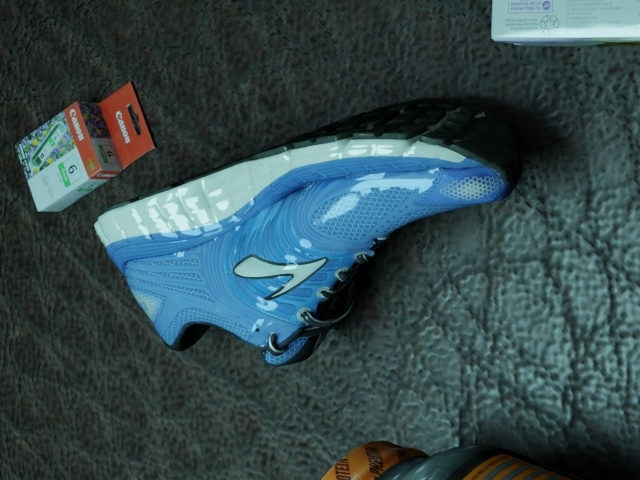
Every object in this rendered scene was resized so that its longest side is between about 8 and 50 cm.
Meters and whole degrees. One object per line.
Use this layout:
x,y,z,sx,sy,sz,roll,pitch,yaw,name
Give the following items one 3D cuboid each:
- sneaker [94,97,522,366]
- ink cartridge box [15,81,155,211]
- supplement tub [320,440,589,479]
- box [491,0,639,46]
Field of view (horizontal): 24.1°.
0.000,0.000,1.034,0.330,0.130,0.147,-17,96,36,sneaker
-0.189,-0.075,1.196,0.115,0.029,0.063,-29,75,31,ink cartridge box
0.150,0.246,0.874,0.338,0.207,0.207,17,101,33,supplement tub
0.255,-0.146,0.875,0.324,0.063,0.067,4,95,34,box
